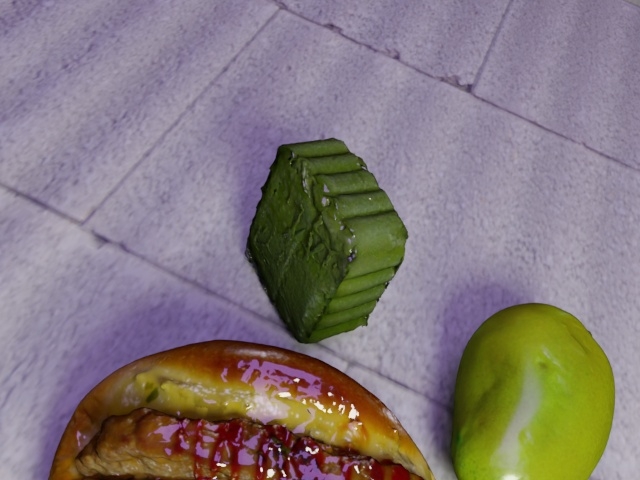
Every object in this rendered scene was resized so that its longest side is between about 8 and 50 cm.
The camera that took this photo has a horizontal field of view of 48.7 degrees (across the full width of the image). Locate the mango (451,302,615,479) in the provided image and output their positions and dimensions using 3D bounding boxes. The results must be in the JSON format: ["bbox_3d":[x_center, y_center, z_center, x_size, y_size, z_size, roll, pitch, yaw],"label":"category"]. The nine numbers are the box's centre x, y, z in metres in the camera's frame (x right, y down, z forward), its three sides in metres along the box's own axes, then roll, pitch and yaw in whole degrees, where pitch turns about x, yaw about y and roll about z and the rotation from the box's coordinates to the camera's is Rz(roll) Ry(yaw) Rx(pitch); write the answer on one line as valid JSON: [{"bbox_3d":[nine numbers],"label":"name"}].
[{"bbox_3d":[0.253,0.201,0.843,0.185,0.149,0.273,24,54,-7],"label":"mango"}]

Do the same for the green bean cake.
[{"bbox_3d":[0.000,0.000,0.889,0.113,0.214,0.200,-10,54,-32],"label":"green bean cake"}]

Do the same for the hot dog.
[{"bbox_3d":[-0.053,0.228,0.675,0.405,0.223,0.185,16,46,-5],"label":"hot dog"}]
